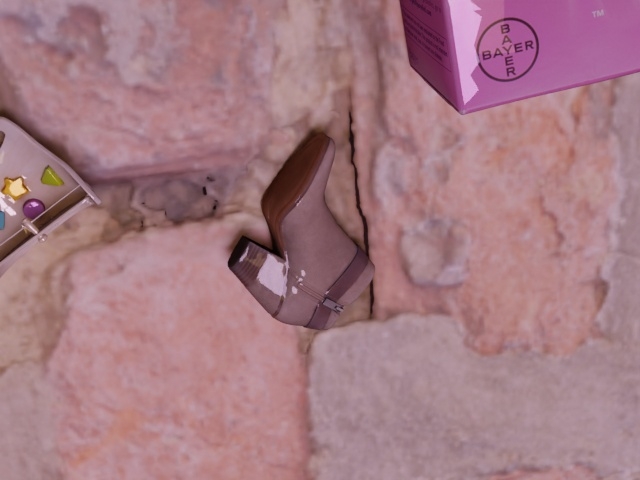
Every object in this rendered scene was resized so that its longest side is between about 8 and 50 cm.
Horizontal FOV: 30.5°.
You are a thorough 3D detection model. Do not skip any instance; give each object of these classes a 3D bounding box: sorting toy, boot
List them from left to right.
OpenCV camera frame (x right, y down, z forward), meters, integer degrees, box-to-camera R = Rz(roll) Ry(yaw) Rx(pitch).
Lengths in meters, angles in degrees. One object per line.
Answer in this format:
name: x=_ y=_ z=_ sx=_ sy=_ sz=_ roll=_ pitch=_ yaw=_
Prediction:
sorting toy: x=-0.184 y=-0.031 z=0.698 sx=0.083 sy=0.045 sz=0.075 roll=-36 pitch=106 yaw=5
boot: x=0.000 y=0.000 z=0.748 sx=0.087 sy=0.042 sz=0.118 roll=30 pitch=104 yaw=-27

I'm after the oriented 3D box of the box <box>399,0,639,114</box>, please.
box: x=0.146 y=-0.219 z=0.642 sx=0.214 sy=0.117 sz=0.243 roll=-13 pitch=113 yaw=-5
